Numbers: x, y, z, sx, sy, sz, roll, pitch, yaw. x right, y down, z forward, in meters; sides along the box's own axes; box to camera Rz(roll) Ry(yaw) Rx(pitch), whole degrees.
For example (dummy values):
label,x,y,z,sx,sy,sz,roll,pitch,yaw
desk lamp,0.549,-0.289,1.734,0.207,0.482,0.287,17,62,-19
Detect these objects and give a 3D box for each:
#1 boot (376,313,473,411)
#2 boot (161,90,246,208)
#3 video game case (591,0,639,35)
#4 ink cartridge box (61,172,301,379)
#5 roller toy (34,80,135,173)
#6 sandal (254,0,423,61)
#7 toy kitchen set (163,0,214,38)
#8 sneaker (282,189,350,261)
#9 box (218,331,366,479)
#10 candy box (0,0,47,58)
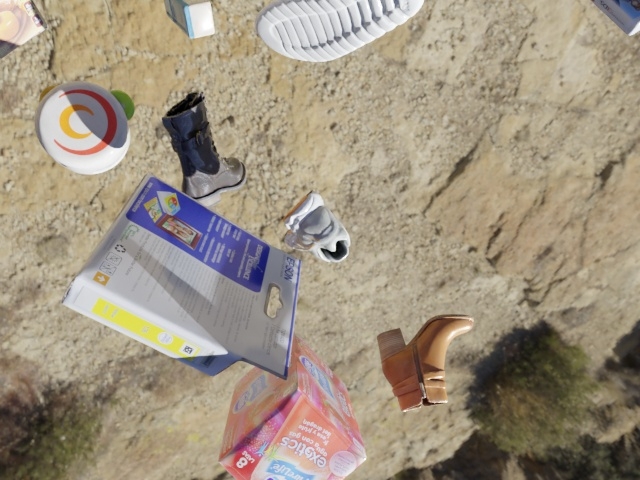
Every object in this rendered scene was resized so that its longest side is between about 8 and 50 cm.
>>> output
label,x,y,z,sx,sy,sz,roll,pitch,yaw
boot,0.214,0.227,1.131,0.197,0.152,0.073,-17,153,0
boot,-0.242,-0.206,1.299,0.091,0.263,0.228,2,117,16
video game case,0.336,-0.327,0.649,0.201,0.183,0.023,-32,164,-17
ink cartridge box,-0.182,0.058,0.923,0.307,0.303,0.072,33,117,-15
roller toy,-0.533,-0.249,1.363,0.209,0.146,0.191,7,86,-14
sandal,0.043,-0.481,1.270,0.169,0.416,0.102,50,53,-39
toy kitchen set,-0.270,-0.412,0.905,0.166,0.122,0.207,-20,134,-20
sneaker,0.000,0.000,1.144,0.099,0.121,0.262,-44,171,-4
box,-0.047,0.275,0.945,0.154,0.300,0.142,-43,97,2
candy box,-0.629,-0.455,1.007,0.183,0.088,0.316,-55,144,-31
